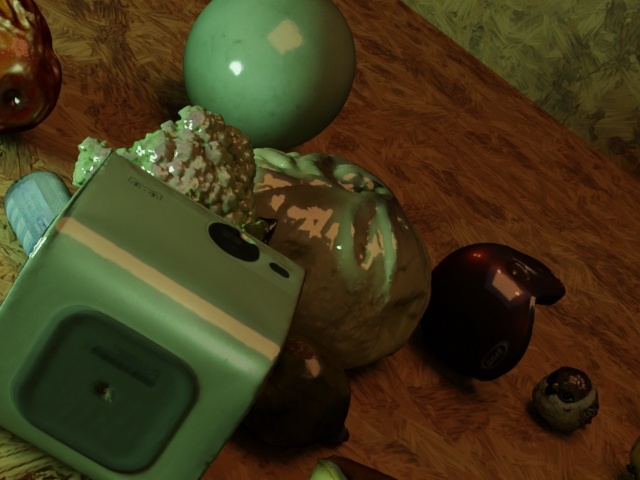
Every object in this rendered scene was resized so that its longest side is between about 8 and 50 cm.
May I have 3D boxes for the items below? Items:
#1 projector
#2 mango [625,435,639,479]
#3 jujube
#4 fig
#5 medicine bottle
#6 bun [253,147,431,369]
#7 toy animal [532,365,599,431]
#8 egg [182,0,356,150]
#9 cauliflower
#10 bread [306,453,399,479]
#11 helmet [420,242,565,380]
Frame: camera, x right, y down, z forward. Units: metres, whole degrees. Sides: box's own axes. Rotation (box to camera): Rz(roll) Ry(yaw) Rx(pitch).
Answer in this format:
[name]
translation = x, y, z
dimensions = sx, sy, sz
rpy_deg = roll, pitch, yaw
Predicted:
[projector]
translation = -0.186, 0.092, 1.370
dimensions = 0.249, 0.248, 0.249
rpy_deg = 32, 24, -7
[mango]
translation = 0.570, 0.347, 2.006
dimensions = 0.248, 0.151, 0.156
rpy_deg = 22, -8, -19
[jujube]
translation = -0.432, -0.249, 1.804
dimensions = 0.174, 0.174, 0.250
rpy_deg = 14, 27, -39
[fig]
translation = -0.033, 0.188, 1.597
dimensions = 0.126, 0.133, 0.185
rpy_deg = 25, -19, 17
[medicine bottle]
translation = -0.302, 0.008, 1.589
dimensions = 0.083, 0.083, 0.203
rpy_deg = 12, 31, -42
[bun]
translation = 0.000, 0.000, 1.844
dimensions = 0.359, 0.211, 0.360
rpy_deg = 27, 24, -13
[toy animal]
translation = 0.382, 0.238, 2.040
dimensions = 0.137, 0.098, 0.098
rpy_deg = 16, 29, -38
[egg]
translation = -0.081, -0.288, 2.207
dimensions = 0.276, 0.276, 0.389
rpy_deg = 34, 21, -1
[cauliflower]
translation = -0.191, -0.025, 1.668
dimensions = 0.238, 0.315, 0.257
rpy_deg = -13, 92, -32
[bread]
translation = 0.128, 0.390, 1.285
dimensions = 0.333, 0.143, 0.324
rpy_deg = 31, 19, -37
[helmet]
translation = 0.243, 0.102, 2.000
dimensions = 0.193, 0.189, 0.216
rpy_deg = 22, 34, -21
